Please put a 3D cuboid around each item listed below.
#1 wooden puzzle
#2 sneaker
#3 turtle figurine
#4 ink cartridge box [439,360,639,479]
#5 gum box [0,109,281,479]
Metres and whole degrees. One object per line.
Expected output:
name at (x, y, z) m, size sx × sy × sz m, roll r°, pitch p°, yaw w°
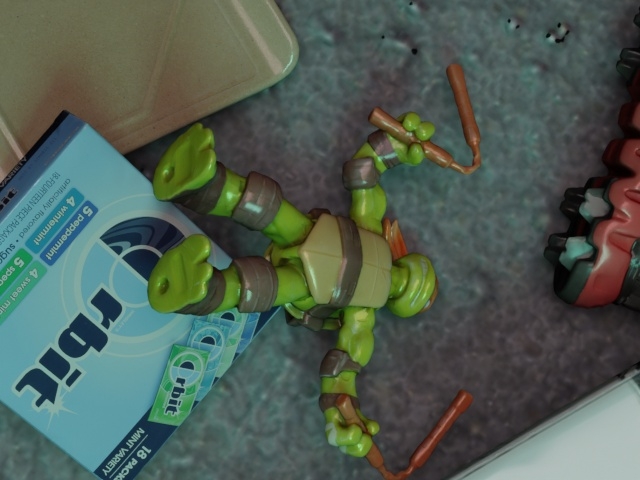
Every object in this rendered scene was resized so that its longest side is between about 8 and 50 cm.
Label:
wooden puzzle at (-0.163, -0.152, 1.144) m, size 0.239 × 0.044 × 0.221 m, roll -29°, pitch 83°, yaw -25°
sneaker at (0.246, -0.073, 1.128) m, size 0.135 × 0.097 × 0.276 m, roll 20°, pitch 94°, yaw -3°
turtle figurine at (0.000, 0.000, 1.105) m, size 0.217 × 0.087 × 0.269 m, roll 18°, pitch 78°, yaw -36°
ink cartridge box at (0.275, 0.186, 1.067) m, size 0.395 × 0.166 × 0.285 m, roll -29°, pitch 83°, yaw -5°
gum box at (-0.137, 0.040, 1.092) m, size 0.157 × 0.041 × 0.184 m, roll -49°, pitch 123°, yaw -8°
